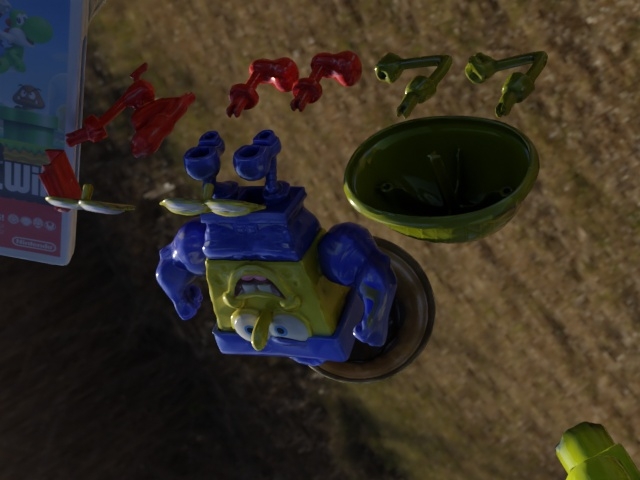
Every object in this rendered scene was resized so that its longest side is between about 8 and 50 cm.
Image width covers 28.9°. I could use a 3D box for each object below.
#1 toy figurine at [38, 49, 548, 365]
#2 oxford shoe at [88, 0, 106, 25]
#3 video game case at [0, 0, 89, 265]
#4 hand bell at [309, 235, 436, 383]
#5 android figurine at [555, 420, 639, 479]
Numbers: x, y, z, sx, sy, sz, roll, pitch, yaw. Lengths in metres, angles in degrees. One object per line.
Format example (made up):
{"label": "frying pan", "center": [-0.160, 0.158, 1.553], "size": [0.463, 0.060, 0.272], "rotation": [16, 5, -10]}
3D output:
{"label": "toy figurine", "center": [0.000, 0.000, 0.913], "size": [0.363, 0.191, 0.217], "rotation": [0, 128, 22]}
{"label": "oxford shoe", "center": [-0.329, -0.106, 1.032], "size": [0.169, 0.130, 0.449], "rotation": [36, 108, -19]}
{"label": "video game case", "center": [-0.281, -0.112, 0.933], "size": [0.204, 0.025, 0.285], "rotation": [10, 127, -3]}
{"label": "hand bell", "center": [0.025, 0.091, 1.118], "size": [0.126, 0.126, 0.242], "rotation": [52, 167, 12]}
{"label": "android figurine", "center": [0.241, 0.253, 0.840], "size": [0.248, 0.056, 0.272], "rotation": [59, -174, -38]}
